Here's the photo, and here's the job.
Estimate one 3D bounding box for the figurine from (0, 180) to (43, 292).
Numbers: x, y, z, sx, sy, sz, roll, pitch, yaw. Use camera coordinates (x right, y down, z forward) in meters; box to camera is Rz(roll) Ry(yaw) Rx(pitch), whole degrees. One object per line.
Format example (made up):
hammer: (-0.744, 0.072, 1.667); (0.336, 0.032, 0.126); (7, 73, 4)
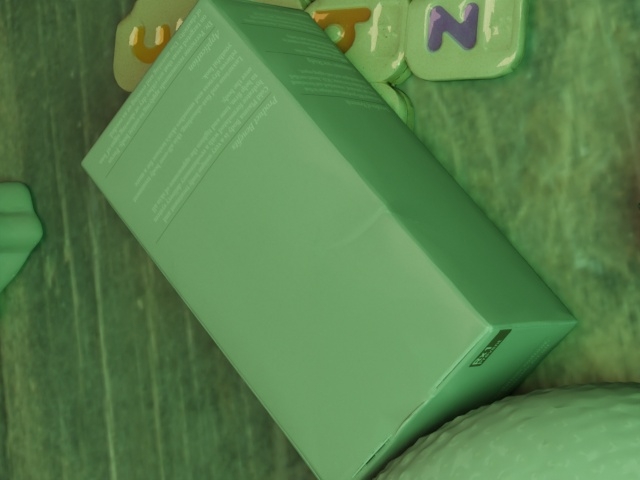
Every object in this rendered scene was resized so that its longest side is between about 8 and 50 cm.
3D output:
figurine: (-0.295, -0.057, 1.032); (0.092, 0.209, 0.215); (-38, 62, 27)

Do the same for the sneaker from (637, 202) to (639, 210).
sneaker: (0.228, -0.064, 0.716); (0.106, 0.078, 0.234); (43, 107, 36)

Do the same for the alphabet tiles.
alphabet tiles: (-0.001, -0.168, 0.944); (0.278, 0.021, 0.284); (0, 83, 35)

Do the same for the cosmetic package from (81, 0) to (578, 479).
cosmetic package: (0.000, 0.000, 0.849); (0.127, 0.107, 0.238); (-48, 68, 24)

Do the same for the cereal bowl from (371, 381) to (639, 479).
cereal bowl: (0.104, 0.225, 0.694); (0.339, 0.141, 0.339); (-6, 79, 36)
